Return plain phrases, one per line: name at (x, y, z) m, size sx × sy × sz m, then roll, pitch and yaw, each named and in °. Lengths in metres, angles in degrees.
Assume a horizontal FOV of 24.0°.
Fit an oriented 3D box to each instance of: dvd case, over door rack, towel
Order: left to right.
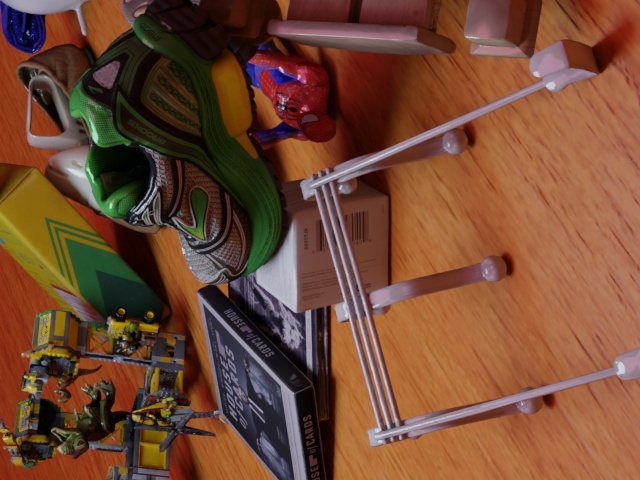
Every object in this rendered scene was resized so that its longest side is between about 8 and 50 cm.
towel at (-0.413, -0.435, 2.023) m, size 0.228 × 0.076 × 0.308 m, roll 114°, pitch 149°, yaw -50°
dvd case at (-0.064, 0.175, 1.659) m, size 0.238 × 0.029 × 0.179 m, roll 40°, pitch 145°, yaw 50°
dvd case at (-0.049, 0.076, 1.627) m, size 0.221 × 0.018 × 0.165 m, roll 36°, pitch 132°, yaw 55°
over door rack at (0.133, 0.016, 1.149) m, size 0.324 × 0.108 × 0.240 m, roll -25°, pitch 79°, yaw 50°

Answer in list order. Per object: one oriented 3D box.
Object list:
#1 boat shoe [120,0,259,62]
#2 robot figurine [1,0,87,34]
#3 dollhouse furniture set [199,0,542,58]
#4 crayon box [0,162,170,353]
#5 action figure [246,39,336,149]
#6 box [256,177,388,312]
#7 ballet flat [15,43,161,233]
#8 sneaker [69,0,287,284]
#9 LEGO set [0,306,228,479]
boat shoe at (-0.118, -0.307, 1.444) m, size 0.132 × 0.130 × 0.355 m, roll -20°, pitch 53°, yaw 28°
robot figurine at (-0.352, -0.401, 1.710) m, size 0.353 × 0.300 × 0.200 m, roll 46°, pitch 168°, yaw -14°
dollhouse furniture set at (0.061, -0.292, 1.205) m, size 0.355 × 0.174 × 0.303 m, roll 10°, pitch 89°, yaw 34°
crayon box at (-0.355, 0.001, 1.973) m, size 0.318 × 0.081 × 0.202 m, roll 49°, pitch 164°, yaw -23°
action figure at (-0.087, -0.165, 1.473) m, size 0.280 × 0.139 × 0.091 m, roll 47°, pitch 142°, yaw 44°
box at (0.000, 0.000, 1.395) m, size 0.087 × 0.101 × 0.102 m, roll 35°, pitch 131°, yaw 55°
ballet flat at (-0.315, -0.129, 1.964) m, size 0.342 × 0.124 × 0.116 m, roll 61°, pitch 149°, yaw 31°
sneaker at (-0.130, -0.062, 1.270) m, size 0.134 × 0.146 × 0.343 m, roll 44°, pitch 164°, yaw 30°
LEGO set at (-0.282, 0.251, 1.912) m, size 0.331 × 0.255 × 0.192 m, roll 124°, pitch 152°, yaw -47°
